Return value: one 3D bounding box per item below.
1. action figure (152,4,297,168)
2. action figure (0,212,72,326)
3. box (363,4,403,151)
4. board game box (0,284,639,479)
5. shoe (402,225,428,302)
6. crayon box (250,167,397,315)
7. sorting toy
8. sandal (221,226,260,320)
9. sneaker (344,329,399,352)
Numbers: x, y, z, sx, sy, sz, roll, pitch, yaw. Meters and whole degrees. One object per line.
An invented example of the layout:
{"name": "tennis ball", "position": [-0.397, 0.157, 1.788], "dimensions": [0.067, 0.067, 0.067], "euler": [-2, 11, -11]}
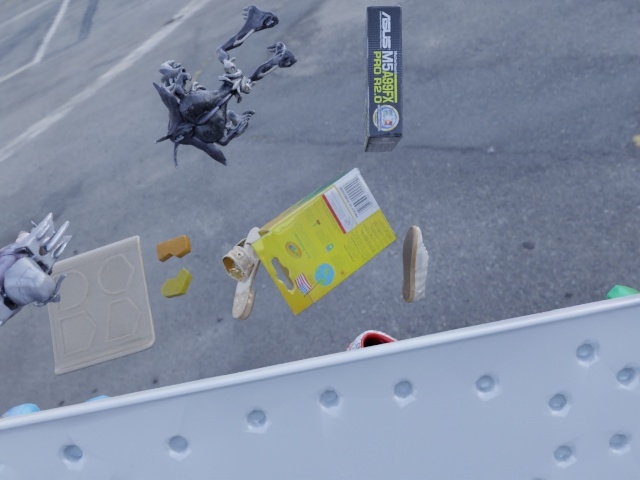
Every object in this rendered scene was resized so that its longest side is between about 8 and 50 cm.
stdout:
{"name": "action figure", "position": [-0.160, -0.223, 1.072], "dimensions": [0.276, 0.164, 0.141], "euler": [-49, 24, -18]}
{"name": "action figure", "position": [-0.368, 0.051, 0.750], "dimensions": [0.284, 0.099, 0.185], "euler": [-2, 33, 33]}
{"name": "box", "position": [0.110, -0.279, 1.271], "dimensions": [0.060, 0.217, 0.270], "euler": [-1, 1, 2]}
{"name": "board game box", "position": [0.035, 0.240, 0.418], "dimensions": [0.389, 0.390, 0.050], "euler": [-11, 14, 0]}
{"name": "shoe", "position": [0.266, 0.065, 1.952], "dimensions": [0.058, 0.219, 0.076], "euler": [-1, 13, -15]}
{"name": "crayon box", "position": [0.000, 0.000, 1.617], "dimensions": [0.318, 0.202, 0.081], "euler": [-36, 14, -22]}
{"name": "sorting toy", "position": [-0.372, 0.109, 1.316], "dimensions": [0.307, 0.041, 0.229], "euler": [-17, 69, 12]}
{"name": "sandal", "position": [-0.190, 0.061, 1.618], "dimensions": [0.088, 0.079, 0.240], "euler": [-29, 47, 46]}
{"name": "sneaker", "position": [0.152, 0.285, 1.312], "dimensions": [0.270, 0.145, 0.090], "euler": [45, 58, 14]}
